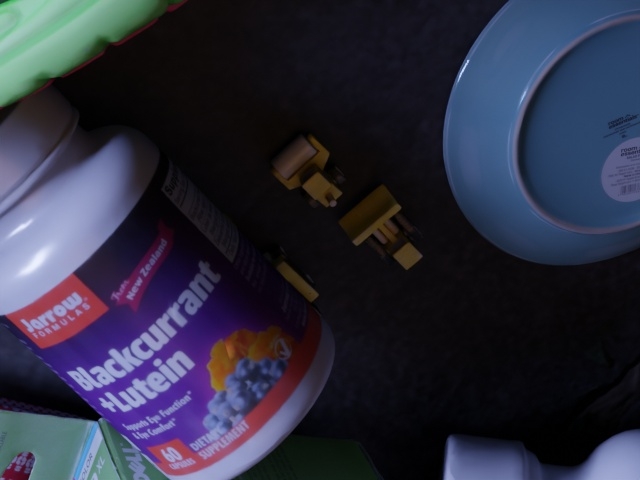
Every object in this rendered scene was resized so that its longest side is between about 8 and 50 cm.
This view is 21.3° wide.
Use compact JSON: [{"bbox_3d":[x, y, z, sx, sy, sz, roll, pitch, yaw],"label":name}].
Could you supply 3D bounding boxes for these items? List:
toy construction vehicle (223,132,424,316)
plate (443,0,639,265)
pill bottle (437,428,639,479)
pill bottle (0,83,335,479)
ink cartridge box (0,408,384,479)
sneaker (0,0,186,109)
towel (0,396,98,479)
[{"bbox_3d":[0.000,0.000,0.864,0.086,0.035,0.098,-39,125,5],"label":"toy construction vehicle"},{"bbox_3d":[0.155,-0.064,0.891,0.188,0.024,0.188,-10,122,-16],"label":"plate"},{"bbox_3d":[0.236,0.214,0.916,0.362,0.210,0.210,9,119,3],"label":"pill bottle"},{"bbox_3d":[-0.092,0.016,0.785,0.108,0.108,0.193,-41,112,7],"label":"pill bottle"},{"bbox_3d":[-0.077,0.154,0.871,0.209,0.062,0.109,9,117,-27],"label":"ink cartridge box"},{"bbox_3d":[-0.260,-0.094,0.653,0.482,0.185,0.202,-31,108,-5],"label":"sneaker"},{"bbox_3d":[-0.176,0.207,0.926,0.198,0.031,0.275,18,112,-29],"label":"towel"}]
